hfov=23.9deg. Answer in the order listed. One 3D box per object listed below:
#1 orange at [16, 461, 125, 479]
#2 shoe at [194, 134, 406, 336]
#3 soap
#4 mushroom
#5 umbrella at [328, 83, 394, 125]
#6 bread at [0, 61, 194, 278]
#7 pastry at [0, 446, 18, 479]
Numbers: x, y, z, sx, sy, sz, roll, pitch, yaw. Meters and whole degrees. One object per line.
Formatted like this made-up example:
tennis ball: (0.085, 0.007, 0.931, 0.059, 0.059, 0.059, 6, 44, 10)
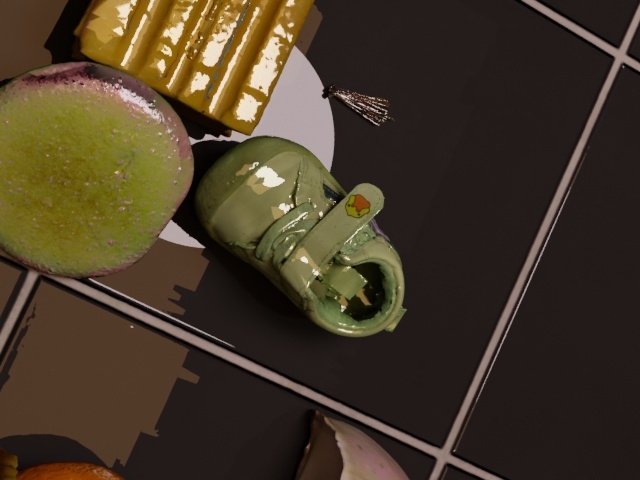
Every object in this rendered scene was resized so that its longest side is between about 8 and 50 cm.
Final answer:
orange: (-0.253, 0.320, 1.451, 0.224, 0.170, 0.224, -2, 95, -21)
shoe: (-0.002, -0.004, 1.534, 0.140, 0.128, 0.262, -50, 124, -8)
soap: (-0.100, -0.287, 1.517, 0.204, 0.096, 0.324, 28, 83, -20)
mushroom: (0.041, 0.324, 1.564, 0.173, 0.162, 0.236, 25, 86, -18)
umbrella: (0.045, -0.146, 1.620, 0.083, 0.020, 0.031, 22, 84, -15)
bread: (-0.234, -0.063, 1.467, 0.228, 0.033, 0.228, -4, 114, -8)
pastry: (-0.377, 0.229, 1.392, 0.189, 0.189, 0.103, -44, 114, -13)
